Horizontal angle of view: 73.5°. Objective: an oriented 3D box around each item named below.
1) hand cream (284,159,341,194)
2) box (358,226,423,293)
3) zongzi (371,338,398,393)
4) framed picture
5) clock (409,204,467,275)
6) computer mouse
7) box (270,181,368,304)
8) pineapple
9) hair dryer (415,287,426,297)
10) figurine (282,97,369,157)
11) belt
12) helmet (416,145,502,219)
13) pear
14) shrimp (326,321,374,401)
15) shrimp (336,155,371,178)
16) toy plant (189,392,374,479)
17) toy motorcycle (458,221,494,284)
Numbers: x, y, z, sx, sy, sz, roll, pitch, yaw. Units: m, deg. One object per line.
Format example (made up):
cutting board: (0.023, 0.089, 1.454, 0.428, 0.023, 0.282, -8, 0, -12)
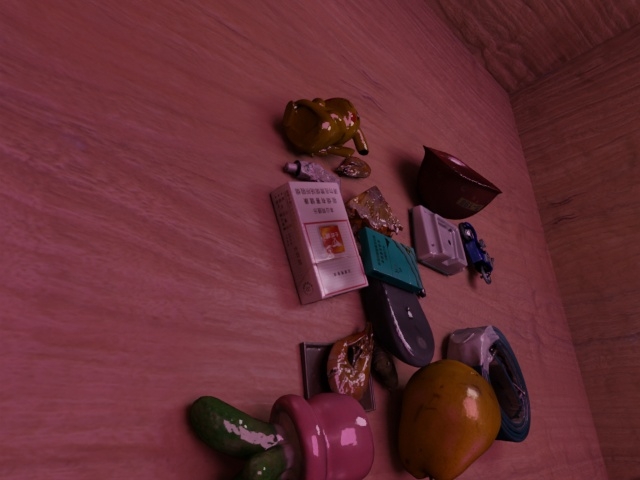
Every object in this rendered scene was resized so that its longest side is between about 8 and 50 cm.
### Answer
hand cream: (-0.010, -0.200, 1.345, 0.256, 0.050, 0.084, 17, 57, -45)
box: (0.222, 0.063, 1.343, 0.226, 0.042, 0.161, 22, 46, -32)
zongzi: (0.197, 0.379, 1.301, 0.154, 0.062, 0.130, 59, 7, -30)
framed picture: (0.054, 0.374, 1.163, 0.265, 0.018, 0.192, 15, 62, -43)
clock: (0.482, -0.003, 1.724, 0.262, 0.116, 0.231, 24, 55, -39)
computer mouse: (0.229, 0.221, 1.344, 0.188, 0.122, 0.371, 8, 58, -44)
box: (0.000, 0.000, 1.226, 0.210, 0.095, 0.331, -7, 79, -48)
pineapple: (0.162, -0.089, 1.427, 0.236, 0.114, 0.186, 31, 52, -30)
hair dryer: (0.344, 0.180, 1.561, 0.083, 0.031, 0.079, -18, 75, -41)
figurine: (0.030, -0.358, 1.365, 0.326, 0.169, 0.218, -27, 69, -43)
belt: (0.621, 0.527, 1.577, 0.300, 0.173, 0.437, -31, 95, -46)
helmet: (0.529, -0.212, 1.776, 0.384, 0.230, 0.338, 13, 29, -32)
pear: (0.359, 0.517, 1.235, 0.284, 0.285, 0.337, 24, 90, -38)
shrimp: (0.090, 0.319, 1.173, 0.145, 0.061, 0.267, 46, 47, -10)
shrimp: (0.112, -0.255, 1.509, 0.190, 0.042, 0.101, -18, 65, -49)
toy plant: (-0.070, 0.451, 0.859, 0.356, 0.210, 0.317, 1, 73, -33)
toy motorcycle: (0.712, 0.054, 1.951, 0.168, 0.113, 0.316, 10, 56, -56)
